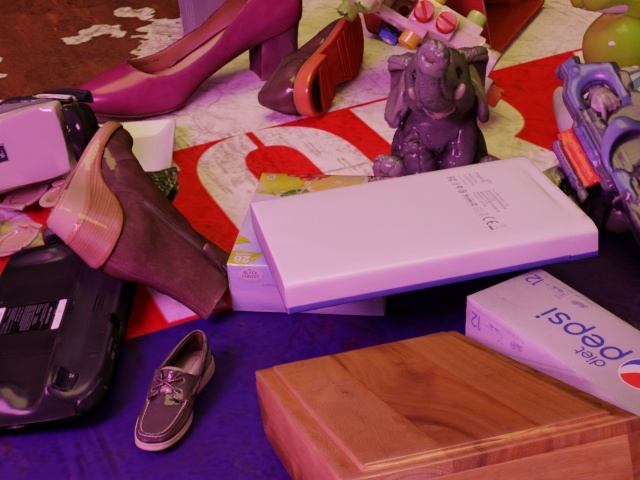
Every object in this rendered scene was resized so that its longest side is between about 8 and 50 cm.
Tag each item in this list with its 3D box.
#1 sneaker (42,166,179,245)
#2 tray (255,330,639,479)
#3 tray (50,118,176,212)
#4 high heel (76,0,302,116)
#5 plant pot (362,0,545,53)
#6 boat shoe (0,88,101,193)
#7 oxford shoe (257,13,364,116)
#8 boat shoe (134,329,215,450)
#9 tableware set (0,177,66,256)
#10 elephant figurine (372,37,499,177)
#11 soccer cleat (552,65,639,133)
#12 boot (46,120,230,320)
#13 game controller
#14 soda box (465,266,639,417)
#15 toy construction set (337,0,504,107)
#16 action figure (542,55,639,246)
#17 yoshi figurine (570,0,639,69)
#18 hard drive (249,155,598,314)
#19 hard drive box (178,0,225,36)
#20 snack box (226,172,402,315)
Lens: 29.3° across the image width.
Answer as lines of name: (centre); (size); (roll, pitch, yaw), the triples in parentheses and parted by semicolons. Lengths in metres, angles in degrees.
sneaker: (-0.250, -0.040, 1.471); (0.170, 0.051, 0.089); (-8, 56, -9)
tray: (0.078, 0.149, 0.980); (0.202, 0.076, 0.411); (-11, 7, -10)
tray: (-0.267, -0.086, 1.614); (0.145, 0.030, 0.270); (-4, 31, -1)
high heel: (-0.201, -0.305, 1.820); (0.377, 0.181, 0.127); (-21, 35, -26)
plant pot: (0.192, -0.458, 1.975); (0.235, 0.267, 0.267); (0, 29, 30)
boat shoe: (-0.444, -0.115, 1.598); (0.340, 0.127, 0.158); (-8, 16, 10)
oxford shoe: (-0.008, -0.272, 1.833); (0.098, 0.097, 0.271); (3, 31, 24)
boat shoe: (-0.146, 0.144, 1.201); (0.056, 0.049, 0.152); (3, 32, 11)
tableware set: (-0.372, -0.033, 1.513); (0.141, 0.020, 0.169); (3, 38, 38)
elephant figurine: (0.149, -0.174, 1.507); (0.169, 0.239, 0.186); (-22, 35, -27)
soccer cleat: (0.467, -0.195, 1.623); (0.331, 0.116, 0.143); (-10, 32, -9)
boot: (-0.193, -0.023, 1.392); (0.206, 0.090, 0.248); (31, 28, -14)
game controller: (-0.288, 0.093, 1.308); (0.166, 0.067, 0.319); (-15, 29, 9)
soda box: (0.257, 0.134, 1.128); (0.098, 0.091, 0.286); (-20, 35, -28)
toy construction set: (0.150, -0.317, 1.754); (0.151, 0.215, 0.328); (-43, 84, -5)
action figure: (0.406, -0.056, 1.422); (0.330, 0.178, 0.341); (-11, 58, 1)
yoshi figurine: (0.524, -0.309, 1.806); (0.362, 0.203, 0.203); (1, 69, -19)
hard drive: (0.100, -0.013, 1.287); (0.318, 0.040, 0.210); (-10, 27, -9)
hard drive box: (-0.195, -0.448, 2.059); (0.089, 0.181, 0.232); (-5, 32, -3)
snack box: (0.000, 0.000, 1.402); (0.174, 0.070, 0.207); (1, 33, 9)
